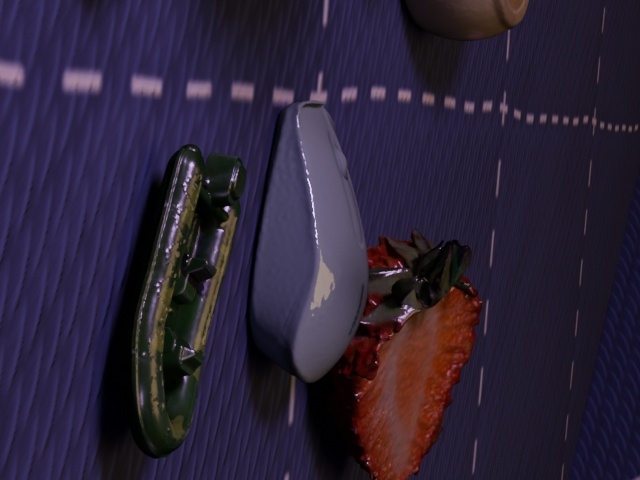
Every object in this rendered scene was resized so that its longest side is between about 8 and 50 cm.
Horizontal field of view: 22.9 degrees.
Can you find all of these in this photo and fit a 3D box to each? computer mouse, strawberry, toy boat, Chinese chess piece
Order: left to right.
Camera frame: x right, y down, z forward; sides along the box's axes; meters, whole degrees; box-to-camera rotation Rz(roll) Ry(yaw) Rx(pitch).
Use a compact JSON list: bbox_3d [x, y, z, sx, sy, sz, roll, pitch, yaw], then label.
[{"bbox_3d":[-0.093,0.039,1.037,0.104,0.052,0.210,58,41,-65],"label":"toy boat"},{"bbox_3d":[0.000,0.000,1.270,0.128,0.079,0.231,30,64,-72],"label":"computer mouse"},{"bbox_3d":[0.057,0.099,1.433,0.188,0.106,0.286,-29,141,-40],"label":"strawberry"},{"bbox_3d":[0.153,-0.324,1.577,0.251,0.097,0.251,5,90,-72],"label":"Chinese chess piece"}]
